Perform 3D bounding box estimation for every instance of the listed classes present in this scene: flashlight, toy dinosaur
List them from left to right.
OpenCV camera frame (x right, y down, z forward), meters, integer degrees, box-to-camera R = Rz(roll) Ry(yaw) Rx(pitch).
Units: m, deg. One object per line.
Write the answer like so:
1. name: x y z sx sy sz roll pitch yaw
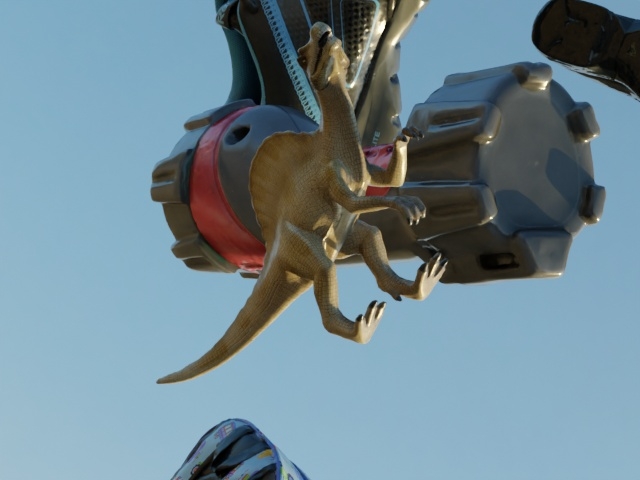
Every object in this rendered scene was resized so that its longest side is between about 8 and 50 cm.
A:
1. toy dinosaur: 0.000 0.000 0.794 0.092 0.053 0.183 35 -61 27
2. flashlight: 0.021 -0.035 0.962 0.103 0.103 0.304 45 -24 -19

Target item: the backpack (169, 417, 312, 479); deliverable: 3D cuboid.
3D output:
1. backpack: -0.057 0.214 1.273 0.117 0.173 0.158 28 2 -27

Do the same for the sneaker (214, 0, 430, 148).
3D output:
1. sneaker: 0.005 -0.185 1.330 0.139 0.341 0.125 8 9 -19

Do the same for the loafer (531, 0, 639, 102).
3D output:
1. loafer: 0.236 -0.126 1.366 0.170 0.062 0.061 28 3 23
